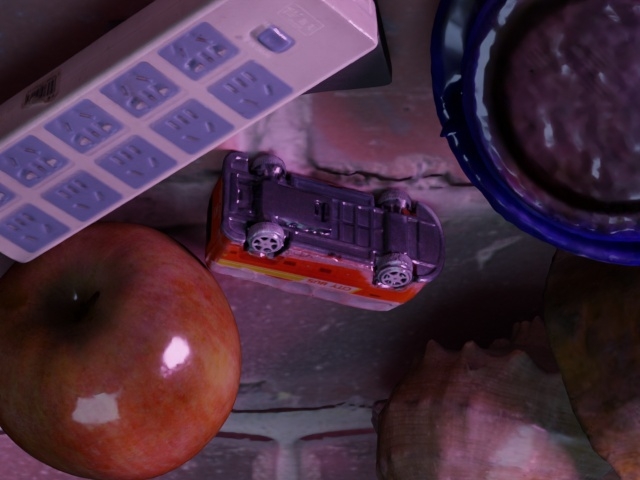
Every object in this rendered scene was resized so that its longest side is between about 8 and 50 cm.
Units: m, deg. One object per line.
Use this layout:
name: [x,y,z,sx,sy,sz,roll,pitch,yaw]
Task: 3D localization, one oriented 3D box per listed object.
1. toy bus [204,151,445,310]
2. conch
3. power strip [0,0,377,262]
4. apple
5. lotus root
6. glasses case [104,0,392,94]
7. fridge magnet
toy bus: [0.000,0.000,1.446,0.174,0.079,0.077,15,140,-18]
conch: [0.140,0.195,1.571,0.263,0.186,0.324,31,102,-38]
power strip: [-0.115,-0.092,1.304,0.367,0.043,0.106,-30,135,30]
apple: [-0.151,0.085,1.446,0.188,0.188,0.174,-17,140,15]
lotus root: [0.328,0.094,1.390,0.260,0.149,0.267,-19,120,31]
glasses case: [-0.049,-0.123,1.340,0.191,0.042,0.072,-6,144,4]
fridge magnet: [0.196,-0.104,1.273,0.265,0.112,0.265,7,113,17]
